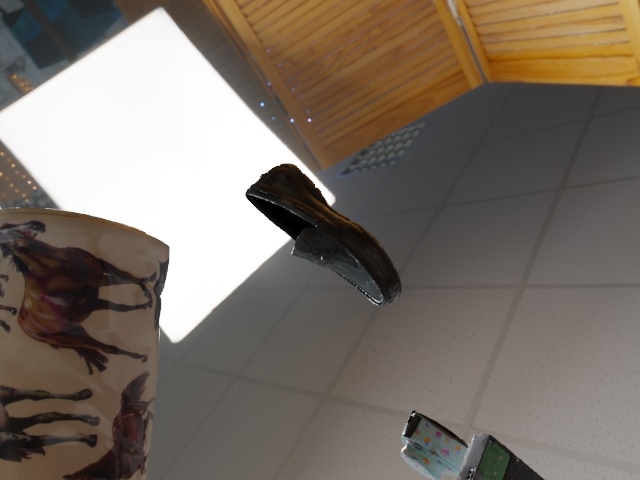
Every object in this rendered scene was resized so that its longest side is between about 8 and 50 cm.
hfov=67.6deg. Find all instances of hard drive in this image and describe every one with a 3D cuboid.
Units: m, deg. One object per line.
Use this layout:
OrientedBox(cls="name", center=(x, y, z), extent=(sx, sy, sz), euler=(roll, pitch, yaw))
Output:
OrientedBox(cls="hard drive", center=(0.448, 0.645, 1.099), extent=(0.237, 0.339, 0.064), euler=(-55, -169, -29))

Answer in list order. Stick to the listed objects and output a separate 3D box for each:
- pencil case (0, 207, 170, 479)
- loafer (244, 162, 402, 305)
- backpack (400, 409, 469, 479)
OrientedBox(cls="pencil case", center=(-0.247, 0.171, 0.432), extent=(0.159, 0.183, 0.411), euler=(-7, -103, 56))
OrientedBox(cls="loafer", center=(0.000, 0.000, 0.565), extent=(0.078, 0.223, 0.076), euler=(-36, 161, -27))
OrientedBox(cls="backpack", center=(0.317, 0.584, 1.330), extent=(0.188, 0.166, 0.145), euler=(21, -115, 18))
